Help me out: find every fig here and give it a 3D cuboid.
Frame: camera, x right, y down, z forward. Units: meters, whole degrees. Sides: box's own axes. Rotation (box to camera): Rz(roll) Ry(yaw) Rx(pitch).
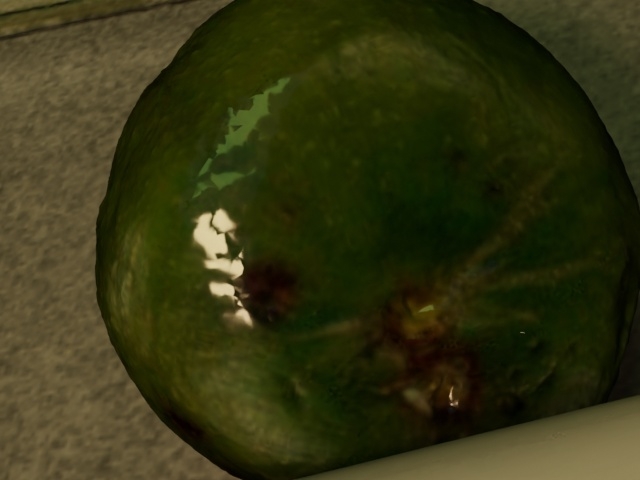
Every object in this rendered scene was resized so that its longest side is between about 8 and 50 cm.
[{"bbox_3d":[0.000,0.000,0.697,0.203,0.203,0.235,-43,13,-12],"label":"fig"}]

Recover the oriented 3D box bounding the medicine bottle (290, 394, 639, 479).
[{"bbox_3d":[0.118,0.107,0.534,0.341,0.130,0.130,-15,47,11],"label":"medicine bottle"}]
